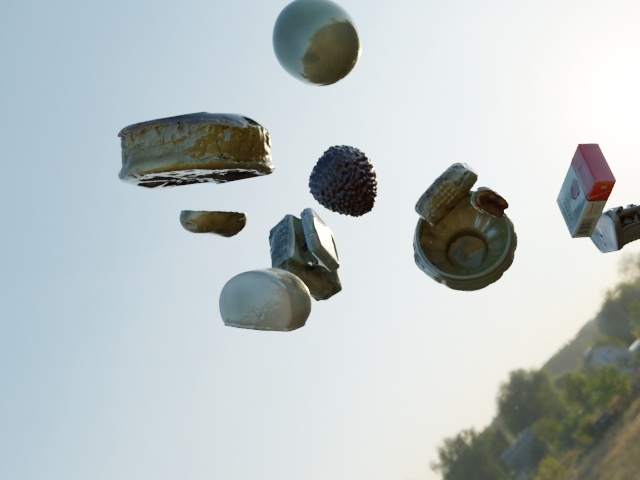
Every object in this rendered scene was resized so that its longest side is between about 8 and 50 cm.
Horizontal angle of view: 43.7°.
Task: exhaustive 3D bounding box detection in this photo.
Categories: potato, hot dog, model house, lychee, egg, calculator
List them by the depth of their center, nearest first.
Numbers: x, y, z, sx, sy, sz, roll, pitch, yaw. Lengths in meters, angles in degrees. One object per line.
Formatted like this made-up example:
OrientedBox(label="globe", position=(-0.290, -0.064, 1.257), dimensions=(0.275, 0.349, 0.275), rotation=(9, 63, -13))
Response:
OrientedBox(label="hot dog", position=(0.320, -0.073, 1.516), dimensions=(0.122, 0.037, 0.049), rotation=(23, -77, -51))
OrientedBox(label="egg", position=(-0.010, -0.505, 2.028), dimensions=(0.219, 0.269, 0.219), rotation=(-12, -50, -15))
OrientedBox(label="model house", position=(0.861, -0.039, 2.229), dimensions=(0.188, 0.123, 0.229), rotation=(-12, -7, -2))
OrientedBox(label="calculator", position=(0.000, 0.000, 2.296), dimensions=(0.045, 0.141, 0.246), rotation=(-19, -26, 11))
OrientedBox(label="potato", position=(-0.315, -0.050, 2.342), dimensions=(0.200, 0.164, 0.081), rotation=(4, -89, -29))
OrientedBox(label="lychee", position=(0.091, -0.194, 2.761), dimensions=(0.271, 0.271, 0.271), rotation=(-40, -21, -19))

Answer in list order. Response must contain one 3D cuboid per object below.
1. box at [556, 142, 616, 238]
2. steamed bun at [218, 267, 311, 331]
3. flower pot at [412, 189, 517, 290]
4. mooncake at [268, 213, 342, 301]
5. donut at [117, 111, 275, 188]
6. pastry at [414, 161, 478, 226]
OrientedBox(label="box", position=(0.483, -0.090, 1.457), dimensions=(0.048, 0.100, 0.152), rotation=(-6, -40, -6))
OrientedBox(label="steamed bun", position=(-0.153, 0.160, 2.226), dimensions=(0.146, 0.241, 0.164), rotation=(-7, -82, -65))
OrientedBox(label="flower pot", position=(0.430, 0.022, 2.377), dimensions=(0.307, 0.307, 0.244), rotation=(-45, -25, -5))
OrientedBox(label="mooncake", position=(-0.055, 0.062, 2.618), dimensions=(0.136, 0.254, 0.250), rotation=(-36, -54, 28))
OrientedBox(label="donut", position=(-0.265, -0.195, 1.697), dimensions=(0.329, 0.160, 0.330), rotation=(-3, -5, 0))
OrientedBox(label="pastry", position=(0.342, -0.132, 2.176), dimensions=(0.192, 0.093, 0.182), rotation=(-49, -6, 16))
